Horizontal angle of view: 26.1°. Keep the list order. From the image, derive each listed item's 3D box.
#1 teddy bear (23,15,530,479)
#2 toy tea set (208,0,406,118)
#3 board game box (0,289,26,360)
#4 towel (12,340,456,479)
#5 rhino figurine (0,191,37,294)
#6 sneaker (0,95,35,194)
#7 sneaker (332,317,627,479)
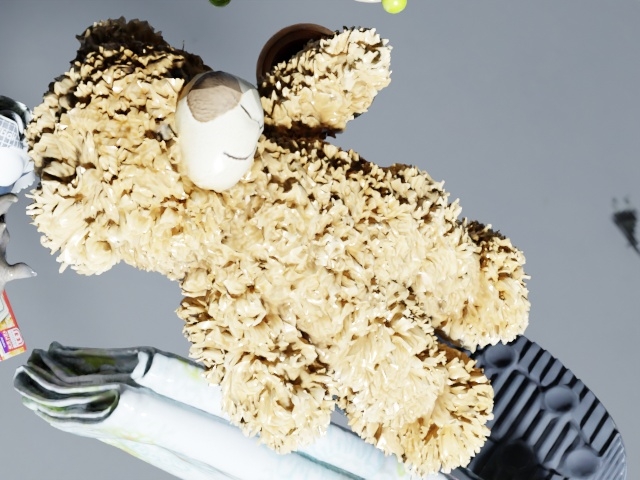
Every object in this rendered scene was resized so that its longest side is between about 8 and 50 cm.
[{"bbox_3d":[0.000,0.000,0.778,0.245,0.113,0.338,-49,114,-25],"label":"teddy bear"},{"bbox_3d":[-0.025,-0.253,1.027,0.200,0.124,0.336,-28,92,-2],"label":"toy tea set"},{"bbox_3d":[-0.369,0.036,1.259,0.147,0.045,0.193,-20,91,20],"label":"board game box"},{"bbox_3d":[-0.084,0.199,1.320,0.375,0.320,0.090,26,76,-25],"label":"towel"},{"bbox_3d":[-0.286,0.055,1.054,0.073,0.243,0.106,18,32,-39],"label":"rhino figurine"},{"bbox_3d":[-0.337,-0.111,1.476,0.090,0.235,0.094,18,104,-14],"label":"sneaker"},{"bbox_3d":[0.097,0.122,1.025,0.112,0.131,0.319,-42,51,-18],"label":"sneaker"}]
